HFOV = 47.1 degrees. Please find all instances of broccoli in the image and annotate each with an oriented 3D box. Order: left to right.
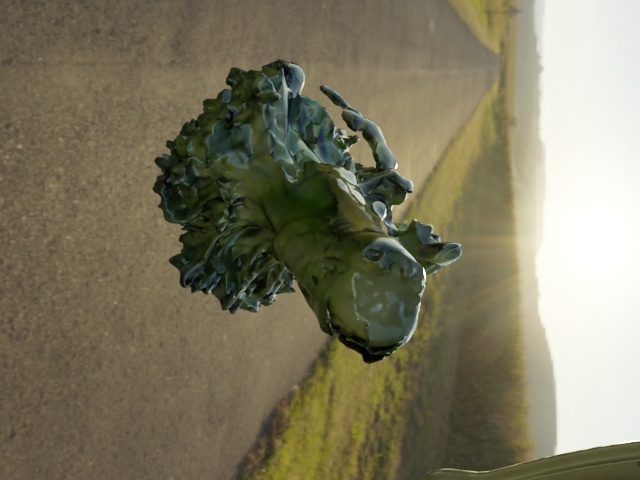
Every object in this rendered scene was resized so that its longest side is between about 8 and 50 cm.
[{"bbox_3d":[0.010,0.006,0.482,0.198,0.275,0.177,33,96,-41],"label":"broccoli"}]

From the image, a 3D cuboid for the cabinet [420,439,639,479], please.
[{"bbox_3d":[0.138,0.254,0.284,0.318,0.290,0.228,-28,96,-55],"label":"cabinet"}]
